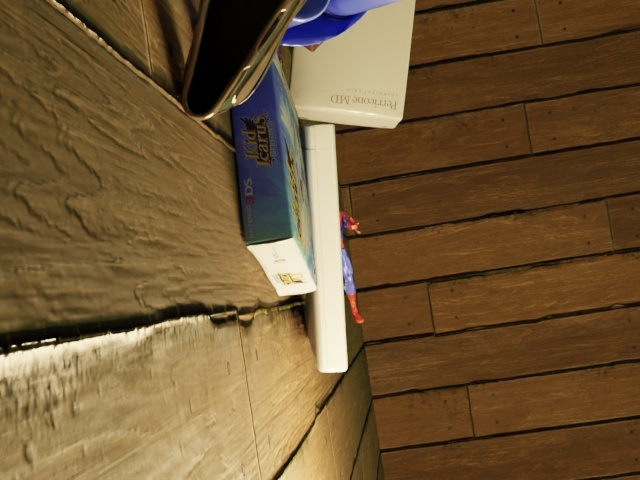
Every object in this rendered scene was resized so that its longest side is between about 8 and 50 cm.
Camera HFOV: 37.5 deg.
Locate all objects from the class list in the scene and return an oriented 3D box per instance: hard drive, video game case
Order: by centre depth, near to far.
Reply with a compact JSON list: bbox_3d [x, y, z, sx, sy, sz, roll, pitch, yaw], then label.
[{"bbox_3d":[-0.058,-0.089,1.206,0.244,0.061,0.269,65,17,-72],"label":"video game case"},{"bbox_3d":[0.000,0.000,1.439,0.233,0.047,0.352,-123,-151,-82],"label":"hard drive"}]

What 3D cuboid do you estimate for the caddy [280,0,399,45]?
[{"bbox_3d":[-0.022,-0.375,0.983,0.179,0.241,0.341,26,-51,62],"label":"caddy"}]

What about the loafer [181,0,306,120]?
[{"bbox_3d":[-0.054,-0.216,0.796,0.084,0.096,0.267,-68,-177,-56],"label":"loafer"}]

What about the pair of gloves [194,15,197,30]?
[{"bbox_3d":[-0.118,-0.186,0.968,0.074,0.010,0.083,6,78,-87],"label":"pair of gloves"}]

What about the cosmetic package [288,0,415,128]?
[{"bbox_3d":[0.060,-0.408,1.722,0.156,0.217,0.384,144,-50,-87],"label":"cosmetic package"}]

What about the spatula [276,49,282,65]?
[{"bbox_3d":[-0.069,-0.238,1.530,0.084,0.030,0.296,50,31,-86],"label":"spatula"}]

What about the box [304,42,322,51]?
[{"bbox_3d":[0.065,-0.507,1.516,0.143,0.381,0.191,42,-15,17],"label":"box"}]

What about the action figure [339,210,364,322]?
[{"bbox_3d":[0.036,0.045,1.894,0.139,0.092,0.280,-118,-162,-77],"label":"action figure"}]
